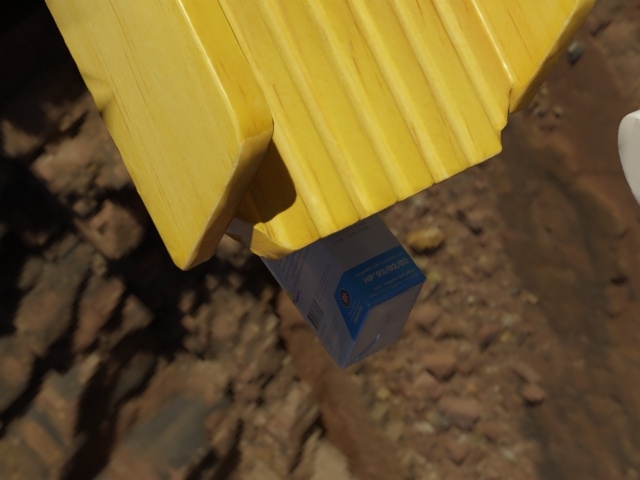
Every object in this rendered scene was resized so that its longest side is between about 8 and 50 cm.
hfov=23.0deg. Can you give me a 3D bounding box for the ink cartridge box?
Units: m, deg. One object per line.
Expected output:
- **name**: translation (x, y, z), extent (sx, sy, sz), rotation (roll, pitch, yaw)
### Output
- **ink cartridge box**: translation (0.000, 0.000, 1.275), extent (0.181, 0.061, 0.104), rotation (53, 151, 21)

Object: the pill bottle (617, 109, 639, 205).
- **pill bottle**: translation (0.314, -0.080, 1.119), extent (0.112, 0.186, 0.112), rotation (160, 90, -78)

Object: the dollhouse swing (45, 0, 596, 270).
- **dollhouse swing**: translation (0.060, -0.206, 0.930), extent (0.305, 0.346, 0.315), rotation (-27, 89, 48)
